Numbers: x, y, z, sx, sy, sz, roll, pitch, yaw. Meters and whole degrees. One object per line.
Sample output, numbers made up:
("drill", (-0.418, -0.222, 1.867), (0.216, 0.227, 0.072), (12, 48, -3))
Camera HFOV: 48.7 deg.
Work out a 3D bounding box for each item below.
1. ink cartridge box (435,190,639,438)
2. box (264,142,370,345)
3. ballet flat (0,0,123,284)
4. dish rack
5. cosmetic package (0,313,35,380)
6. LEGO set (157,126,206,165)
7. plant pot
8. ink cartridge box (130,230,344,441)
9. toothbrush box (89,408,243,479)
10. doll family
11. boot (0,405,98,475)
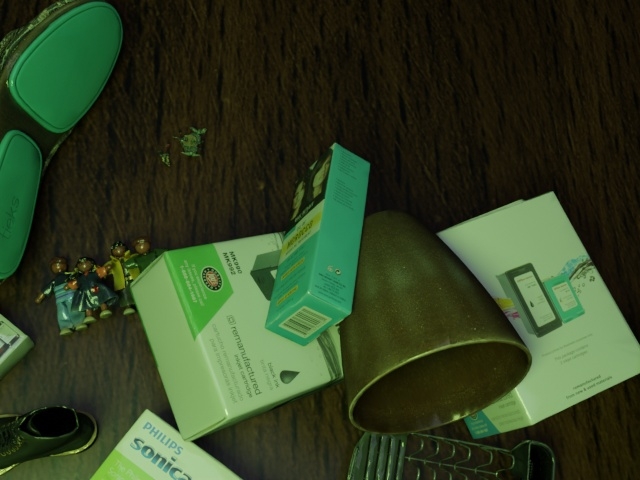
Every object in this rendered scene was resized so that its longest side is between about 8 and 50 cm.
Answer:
("ink cartridge box", (0.272, 0.109, 1.004), (0.197, 0.198, 0.270), (-19, 74, -17))
("box", (0.000, 0.000, 0.879), (0.060, 0.100, 0.244), (28, 47, -21))
("ballet flat", (-0.446, -0.159, 0.995), (0.181, 0.164, 0.483), (5, 64, 20))
("dish rack", (0.168, 0.357, 0.946), (0.271, 0.074, 0.209), (12, 73, -7))
("cosmetic package", (-0.489, 0.187, 0.893), (0.098, 0.060, 0.239), (37, 67, 5))
("LEGO set", (-0.212, -0.146, 1.102), (0.083, 0.023, 0.054), (-20, 72, -4))
("plant pot", (0.109, 0.082, 0.863), (0.215, 0.215, 0.231), (-6, 53, -14))
("ink cartridge box", (-0.066, 0.105, 0.920), (0.289, 0.121, 0.211), (-12, 72, -42))
("toothbrush box", (-0.215, 0.382, 0.841), (0.206, 0.122, 0.283), (35, 67, 3))
("doll family", (-0.300, 0.054, 0.977), (0.192, 0.076, 0.112), (-17, 78, -14))
("boot", (-0.379, 0.236, 0.855), (0.197, 0.137, 0.077), (-14, 73, -16))
